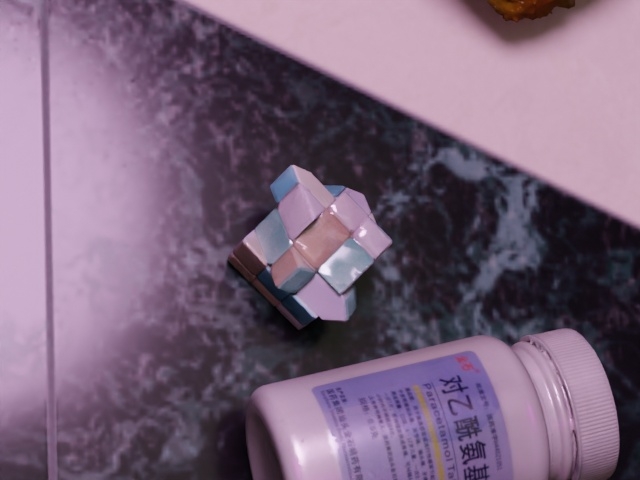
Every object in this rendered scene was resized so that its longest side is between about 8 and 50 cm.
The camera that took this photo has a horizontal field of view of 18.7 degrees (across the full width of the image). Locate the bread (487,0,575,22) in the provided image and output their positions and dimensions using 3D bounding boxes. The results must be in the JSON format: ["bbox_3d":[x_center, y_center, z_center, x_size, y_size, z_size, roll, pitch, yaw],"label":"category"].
[{"bbox_3d":[0.180,-0.248,1.128,0.271,0.077,0.139,-40,116,4],"label":"bread"}]

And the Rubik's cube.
[{"bbox_3d":[-0.003,0.000,1.086,0.075,0.073,0.084,29,75,-5],"label":"Rubik's cube"}]

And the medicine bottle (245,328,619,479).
[{"bbox_3d":[0.060,0.110,1.059,0.186,0.103,0.103,-11,80,-15],"label":"medicine bottle"}]
